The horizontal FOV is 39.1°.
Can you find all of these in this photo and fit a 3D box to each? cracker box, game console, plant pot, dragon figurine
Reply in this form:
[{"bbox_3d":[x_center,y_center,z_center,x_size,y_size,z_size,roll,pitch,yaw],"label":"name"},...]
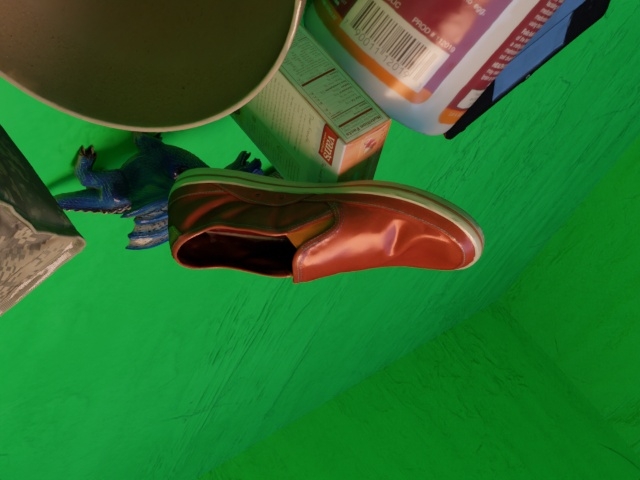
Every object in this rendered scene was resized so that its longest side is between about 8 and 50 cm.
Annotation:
[{"bbox_3d":[-0.031,-0.149,0.985,0.067,0.232,0.155,-31,159,-23],"label":"cracker box"},{"bbox_3d":[0.350,-0.346,1.509,0.386,0.060,0.342,-39,160,-2],"label":"game console"},{"bbox_3d":[-0.123,-0.245,0.627,0.284,0.284,0.191,119,-6,-46],"label":"plant pot"},{"bbox_3d":[-0.202,-0.048,1.024,0.289,0.144,0.085,-32,159,-21],"label":"dragon figurine"}]

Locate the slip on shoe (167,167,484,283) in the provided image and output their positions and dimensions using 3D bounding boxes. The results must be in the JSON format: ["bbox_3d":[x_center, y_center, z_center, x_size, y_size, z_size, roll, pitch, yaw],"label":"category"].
[{"bbox_3d":[0.000,0.000,0.927,0.123,0.331,0.101,90,8,-57],"label":"slip on shoe"}]

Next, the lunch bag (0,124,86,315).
[{"bbox_3d":[-0.369,-0.002,0.683,0.287,0.235,0.169,-40,163,1],"label":"lunch bag"}]

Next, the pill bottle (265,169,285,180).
[{"bbox_3d":[-0.072,-0.053,1.339,0.152,0.086,0.086,-31,159,-22],"label":"pill bottle"}]

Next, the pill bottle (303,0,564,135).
[{"bbox_3d":[0.178,-0.328,0.989,0.392,0.224,0.224,-48,159,24],"label":"pill bottle"}]
